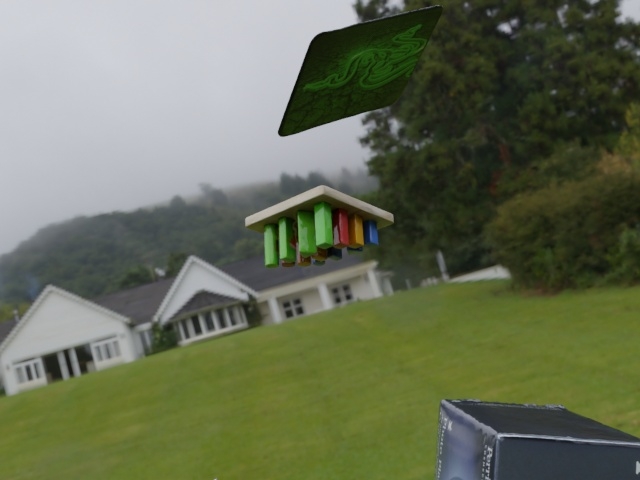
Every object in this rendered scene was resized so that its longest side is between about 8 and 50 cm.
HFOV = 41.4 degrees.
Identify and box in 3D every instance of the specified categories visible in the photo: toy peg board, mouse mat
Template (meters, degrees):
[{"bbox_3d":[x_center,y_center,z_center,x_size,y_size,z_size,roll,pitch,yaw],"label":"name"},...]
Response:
[{"bbox_3d":[0.000,0.000,1.255,0.161,0.079,0.161,-20,-28,39],"label":"toy peg board"},{"bbox_3d":[0.045,-0.187,0.938,0.190,0.007,0.152,-23,-26,-33],"label":"mouse mat"}]

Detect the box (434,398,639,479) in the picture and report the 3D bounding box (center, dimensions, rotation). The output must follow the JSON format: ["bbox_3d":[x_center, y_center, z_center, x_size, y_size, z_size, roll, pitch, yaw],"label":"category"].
[{"bbox_3d":[0.235,0.346,0.961,0.183,0.296,0.294,4,-5,-4],"label":"box"}]

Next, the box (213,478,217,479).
[{"bbox_3d":[-0.170,0.434,0.973,0.293,0.201,0.057,-38,0,19],"label":"box"}]
